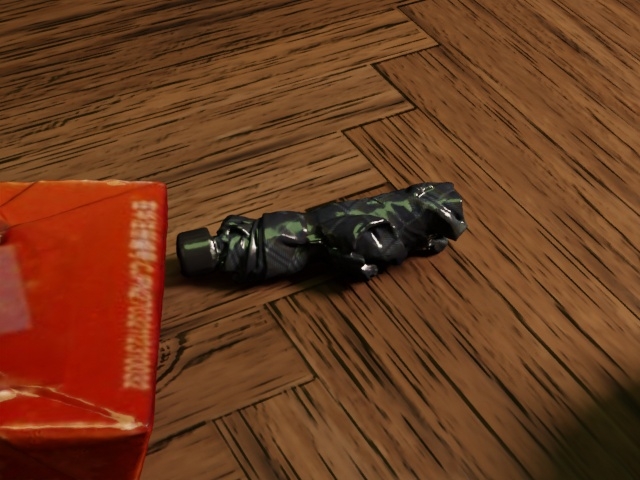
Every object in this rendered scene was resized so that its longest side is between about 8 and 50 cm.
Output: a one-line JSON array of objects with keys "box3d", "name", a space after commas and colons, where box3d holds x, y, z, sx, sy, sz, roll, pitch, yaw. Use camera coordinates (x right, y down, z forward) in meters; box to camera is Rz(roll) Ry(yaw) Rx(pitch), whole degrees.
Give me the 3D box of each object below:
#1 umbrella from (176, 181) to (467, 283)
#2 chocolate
[{"box3d": [0.000, 0.001, 0.877, 0.224, 0.080, 0.071, -8, 78, -7], "name": "umbrella"}, {"box3d": [-0.221, 0.067, 0.758, 0.235, 0.108, 0.237, -2, 41, -5], "name": "chocolate"}]
